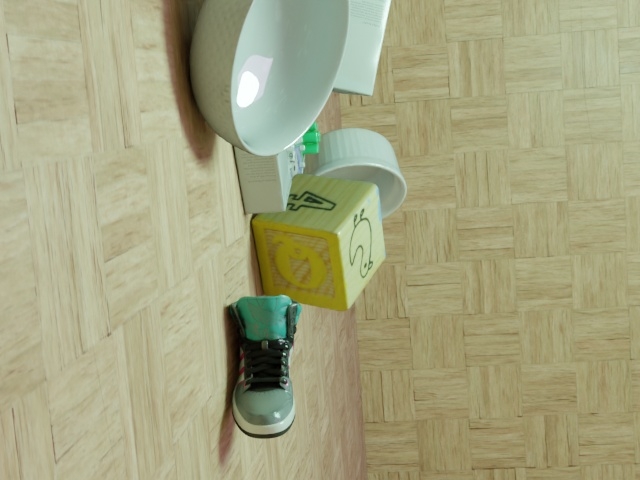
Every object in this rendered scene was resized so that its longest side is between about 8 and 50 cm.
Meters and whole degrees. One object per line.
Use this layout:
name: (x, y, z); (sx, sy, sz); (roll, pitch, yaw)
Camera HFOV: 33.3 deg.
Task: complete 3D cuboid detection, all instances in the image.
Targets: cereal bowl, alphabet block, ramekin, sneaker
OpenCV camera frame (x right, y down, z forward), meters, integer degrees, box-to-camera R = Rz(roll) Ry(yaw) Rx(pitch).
cereal bowl: (-0.097, -0.312, 1.686); (0.339, 0.141, 0.339); (-45, 147, -41)
alphabet block: (0.000, 0.000, 2.125); (0.197, 0.193, 0.192); (-51, 140, -47)
ramekin: (0.070, -0.161, 2.699); (0.277, 0.277, 0.135); (76, 5, -57)
sneaker: (-0.090, 0.181, 1.781); (0.295, 0.124, 0.178); (-97, -175, -64)

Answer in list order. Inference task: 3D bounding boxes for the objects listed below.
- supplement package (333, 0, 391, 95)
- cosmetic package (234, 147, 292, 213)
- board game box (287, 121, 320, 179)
supplement package: (0.005, -0.432, 2.090); (0.198, 0.199, 0.262); (-153, -107, -70)
cosmetic package: (-0.110, -0.176, 1.978); (0.117, 0.086, 0.231); (-82, 165, -57)
board game box: (-0.067, -0.208, 2.334); (0.390, 0.050, 0.390); (74, 18, -53)
